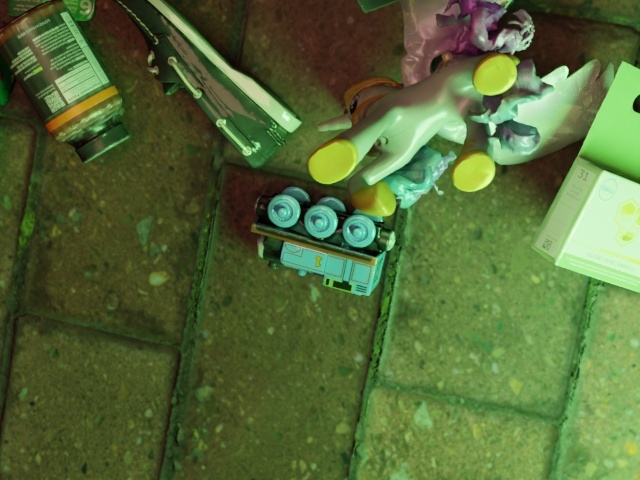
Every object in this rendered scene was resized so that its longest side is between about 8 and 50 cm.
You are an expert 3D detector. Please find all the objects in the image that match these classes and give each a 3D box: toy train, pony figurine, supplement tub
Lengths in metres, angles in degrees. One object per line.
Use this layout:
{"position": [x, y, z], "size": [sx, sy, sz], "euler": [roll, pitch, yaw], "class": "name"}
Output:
{"position": [0.000, 0.000, 1.565], "size": [0.184, 0.080, 0.105], "euler": [15, 105, 10], "class": "toy train"}
{"position": [0.145, -0.169, 1.379], "size": [0.351, 0.363, 0.303], "euler": [-28, 106, 11], "class": "pony figurine"}
{"position": [-0.324, -0.200, 1.589], "size": [0.106, 0.106, 0.198], "euler": [-28, 99, 14], "class": "supplement tub"}

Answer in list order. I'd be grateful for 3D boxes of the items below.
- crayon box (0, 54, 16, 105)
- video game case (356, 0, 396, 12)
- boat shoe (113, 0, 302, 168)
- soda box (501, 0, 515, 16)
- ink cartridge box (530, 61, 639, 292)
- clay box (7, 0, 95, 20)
{"position": [-0.546, -0.265, 1.603], "size": [0.278, 0.165, 0.081], "euler": [26, 101, 8], "class": "crayon box"}
{"position": [0.146, -0.373, 1.392], "size": [0.196, 0.274, 0.026], "euler": [-16, 129, 26], "class": "video game case"}
{"position": [-0.163, -0.215, 1.555], "size": [0.302, 0.114, 0.091], "euler": [42, 97, 5], "class": "boat shoe"}
{"position": [0.163, -0.334, 1.502], "size": [0.169, 0.053, 0.060], "euler": [40, 103, 4], "class": "soda box"}
{"position": [0.361, -0.067, 1.440], "size": [0.056, 0.171, 0.235], "euler": [40, 109, 49], "class": "ink cartridge box"}
{"position": [-0.352, -0.399, 1.604], "size": [0.127, 0.053, 0.222], "euler": [5, 97, 11], "class": "clay box"}
